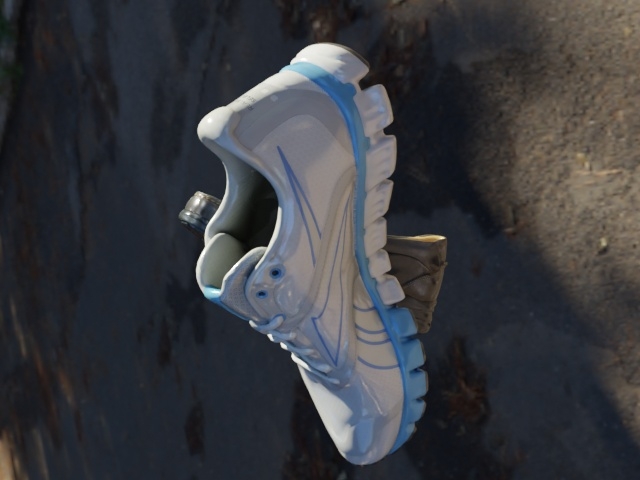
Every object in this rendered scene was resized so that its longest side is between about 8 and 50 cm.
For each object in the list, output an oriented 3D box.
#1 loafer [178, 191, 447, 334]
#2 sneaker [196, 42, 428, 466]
[{"bbox_3d":[0.000,0.000,0.568,0.062,0.170,0.061,22,90,60],"label":"loafer"},{"bbox_3d":[-0.011,0.021,0.407,0.071,0.083,0.190,17,127,48],"label":"sneaker"}]
